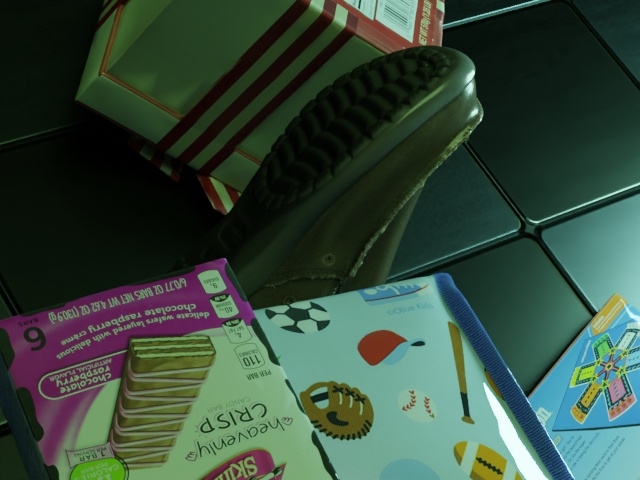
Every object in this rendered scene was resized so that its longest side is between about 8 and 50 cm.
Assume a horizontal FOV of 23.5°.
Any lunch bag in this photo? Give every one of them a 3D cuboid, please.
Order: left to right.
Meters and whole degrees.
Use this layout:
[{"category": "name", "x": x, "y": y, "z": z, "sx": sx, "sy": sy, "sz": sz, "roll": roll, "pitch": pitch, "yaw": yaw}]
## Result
[{"category": "lunch bag", "x": 0.014, "y": 0.247, "z": 1.041, "sx": 0.328, "sy": 0.239, "sz": 0.385, "roll": -12, "pitch": 50, "yaw": -26}]

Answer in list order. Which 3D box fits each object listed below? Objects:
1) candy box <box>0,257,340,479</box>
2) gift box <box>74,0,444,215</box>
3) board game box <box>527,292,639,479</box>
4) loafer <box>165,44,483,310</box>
[{"category": "candy box", "x": -0.087, "y": 0.133, "z": 0.915, "sx": 0.159, "sy": 0.071, "sz": 0.233, "roll": -16, "pitch": 55, "yaw": -21}, {"category": "gift box", "x": -0.040, "y": -0.177, "z": 1.342, "sx": 0.276, "sy": 0.258, "sz": 0.255, "roll": 34, "pitch": 44, "yaw": -21}, {"category": "board game box", "x": 0.244, "y": 0.172, "z": 1.329, "sx": 0.145, "sy": 0.027, "sz": 0.281, "roll": 40, "pitch": 50, "yaw": 9}, {"category": "loafer", "x": 0.000, "y": 0.000, "z": 1.210, "sx": 0.130, "sy": 0.366, "sz": 0.134, "roll": 40, "pitch": 11, "yaw": -26}]
